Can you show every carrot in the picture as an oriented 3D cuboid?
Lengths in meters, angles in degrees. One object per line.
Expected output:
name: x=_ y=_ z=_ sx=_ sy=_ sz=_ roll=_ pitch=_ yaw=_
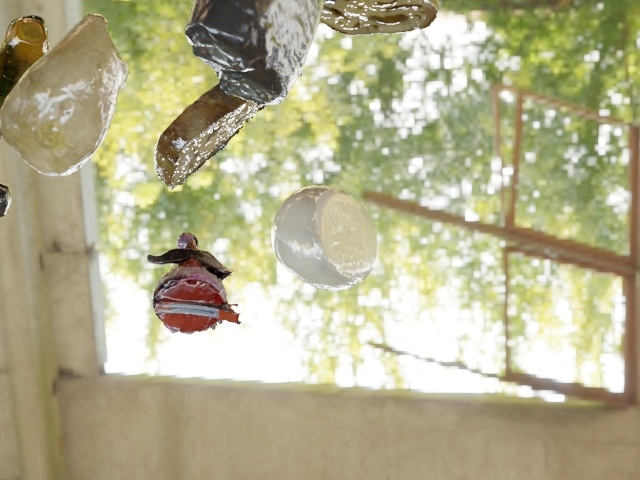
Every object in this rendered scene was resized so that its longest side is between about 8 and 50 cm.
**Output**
carrot: x=-0.484 y=-0.297 z=2.000 sx=0.082 sy=0.082 sz=0.173 roll=-9 pitch=159 yaw=-25

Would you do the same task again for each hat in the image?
hat: x=-0.211 y=0.055 z=2.063 sx=0.140 sy=0.129 sz=0.227 roll=-12 pitch=-143 yaw=3

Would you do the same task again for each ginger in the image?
ginger: x=-0.340 y=-0.181 z=1.644 sx=0.138 sy=0.267 sz=0.152 roll=39 pitch=-153 yaw=-11

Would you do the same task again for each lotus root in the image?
lotus root: x=-0.227 y=-0.200 z=2.297 sx=0.261 sy=0.074 sz=0.170 roll=-42 pitch=171 yaw=9
lotus root: x=0.075 y=-0.407 z=1.777 sx=0.199 sy=0.180 sz=0.188 roll=2 pitch=166 yaw=28

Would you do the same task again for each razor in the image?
razor: x=-0.056 y=-0.334 z=1.435 sx=0.107 sy=0.326 sz=0.189 roll=3 pitch=160 yaw=25

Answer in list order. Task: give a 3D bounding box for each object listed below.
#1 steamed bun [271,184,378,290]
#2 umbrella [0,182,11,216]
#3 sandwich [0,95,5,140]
steamed bun: x=0.000 y=0.000 z=2.088 sx=0.131 sy=0.177 sz=0.228 roll=-13 pitch=167 yaw=31
umbrella: x=-0.633 y=-0.083 z=1.791 sx=0.358 sy=0.113 sz=0.106 roll=12 pitch=-137 yaw=-20
sandwich: x=-0.613 y=-0.158 z=2.057 sx=0.162 sy=0.301 sz=0.250 roll=13 pitch=-154 yaw=15
